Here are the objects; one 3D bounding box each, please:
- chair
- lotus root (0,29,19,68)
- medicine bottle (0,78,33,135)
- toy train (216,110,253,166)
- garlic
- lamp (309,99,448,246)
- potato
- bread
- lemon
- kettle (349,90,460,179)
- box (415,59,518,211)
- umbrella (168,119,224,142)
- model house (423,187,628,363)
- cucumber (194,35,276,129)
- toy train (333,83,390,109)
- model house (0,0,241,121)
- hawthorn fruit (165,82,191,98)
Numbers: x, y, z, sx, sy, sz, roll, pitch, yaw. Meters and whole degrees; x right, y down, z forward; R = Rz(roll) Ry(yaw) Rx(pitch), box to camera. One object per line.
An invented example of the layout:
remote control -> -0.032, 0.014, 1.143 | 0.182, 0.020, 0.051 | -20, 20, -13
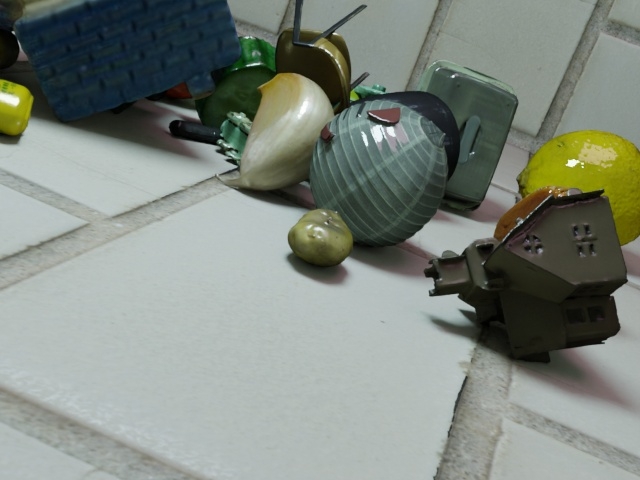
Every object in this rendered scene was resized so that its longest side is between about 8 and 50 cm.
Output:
chair -> 0.002, -0.319, 1.868 | 0.172, 0.159, 0.247 | 9, 38, 15
lotus root -> -0.581, -0.335, 1.776 | 0.113, 0.088, 0.192 | 9, 14, -2
medicine bottle -> -0.565, -0.225, 1.451 | 0.308, 0.076, 0.111 | 17, 10, -17
toy train -> -0.110, -0.167, 1.865 | 0.125, 0.081, 0.194 | 21, 13, -38
garlic -> -0.061, -0.176, 1.729 | 0.164, 0.145, 0.245 | 13, 53, 14
lamp -> 0.098, -0.113, 1.634 | 0.233, 0.233, 0.265 | 24, 18, 10
potato -> 0.000, 0.000, 1.446 | 0.091, 0.070, 0.138 | 24, 17, 6
bread -> 0.382, 0.005, 1.706 | 0.104, 0.199, 0.199 | 1, 25, -43
lemon -> 0.576, -0.104, 2.214 | 0.321, 0.268, 0.268 | -4, 24, -20
kettle -> 0.077, -0.176, 1.979 | 0.290, 0.208, 0.268 | -11, 7, -39
box -> 0.282, -0.220, 2.164 | 0.220, 0.291, 0.166 | 17, 4, -17
umbrella -> -0.223, -0.200, 1.906 | 0.133, 0.031, 0.036 | 6, 47, -44
model house -> 0.269, 0.064, 1.409 | 0.243, 0.205, 0.211 | -5, -22, -11
cucumber -> -0.161, -0.296, 1.983 | 0.191, 0.191, 0.130 | 12, 41, -31
toy train -> -0.023, -0.299, 2.260 | 0.441, 0.179, 0.272 | 13, 11, -24
model house -> -0.366, -0.388, 1.768 | 0.394, 0.400, 0.445 | -24, 2, -7
hawthorn fruit -> -0.315, -0.434, 2.150 | 0.284, 0.284, 0.284 | 20, 15, -6
